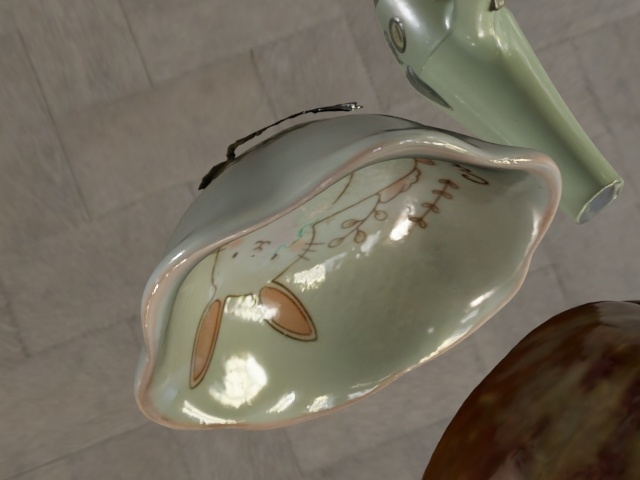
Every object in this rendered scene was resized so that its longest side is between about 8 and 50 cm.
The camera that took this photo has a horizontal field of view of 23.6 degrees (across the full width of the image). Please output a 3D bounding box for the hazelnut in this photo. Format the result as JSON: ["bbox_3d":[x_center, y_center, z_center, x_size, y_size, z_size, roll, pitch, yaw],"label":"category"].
[{"bbox_3d":[0.148,0.133,0.614,0.218,0.234,0.218,-13,116,-30],"label":"hazelnut"}]

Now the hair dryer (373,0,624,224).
[{"bbox_3d":[0.137,-0.124,1.004,0.092,0.267,0.229,-32,85,-17],"label":"hair dryer"}]

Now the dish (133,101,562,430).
[{"bbox_3d":[0.000,0.000,0.743,0.229,0.229,0.081,-26,60,-5],"label":"dish"}]
